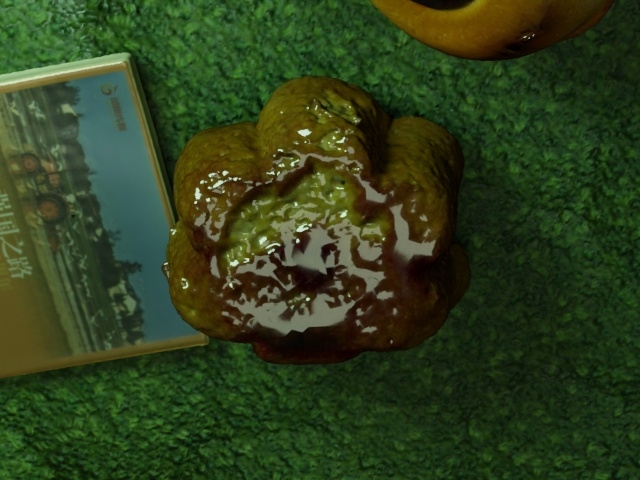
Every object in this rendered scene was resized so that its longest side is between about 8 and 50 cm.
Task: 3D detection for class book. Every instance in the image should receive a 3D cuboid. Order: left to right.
[{"bbox_3d":[-0.300,0.001,1.493,0.374,0.028,0.262,-10,115,7],"label":"book"}]

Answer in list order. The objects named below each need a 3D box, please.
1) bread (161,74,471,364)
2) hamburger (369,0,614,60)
[{"bbox_3d":[-0.007,-0.010,1.416,0.247,0.135,0.232,-4,112,3],"label":"bread"},{"bbox_3d":[0.112,-0.227,1.278,0.237,0.147,0.237,24,149,16],"label":"hamburger"}]
